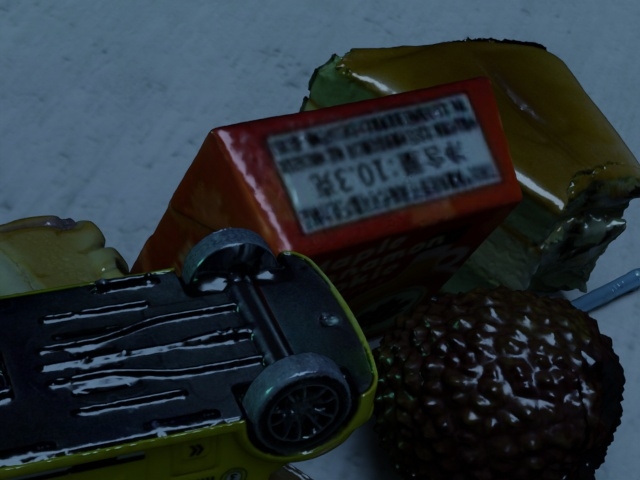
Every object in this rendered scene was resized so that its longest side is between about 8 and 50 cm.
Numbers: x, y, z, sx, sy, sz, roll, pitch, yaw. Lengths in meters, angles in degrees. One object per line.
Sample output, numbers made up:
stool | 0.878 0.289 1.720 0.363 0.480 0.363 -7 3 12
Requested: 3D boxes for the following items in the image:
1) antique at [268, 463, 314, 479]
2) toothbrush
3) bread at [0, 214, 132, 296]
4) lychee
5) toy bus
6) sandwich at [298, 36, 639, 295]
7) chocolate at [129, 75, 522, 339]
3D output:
antique | 0.030 0.247 0.938 0.310 0.087 0.093 33 42 10
toothbrush | 0.202 0.061 1.246 0.220 0.019 0.016 -20 62 -37
bread | -0.172 0.066 1.011 0.134 0.081 0.225 -7 39 -35
lychee | 0.120 0.113 1.047 0.188 0.188 0.188 13 44 -13
toy bus | -0.140 0.104 0.844 0.331 0.151 0.145 -9 38 -20
sandwich | 0.118 -0.044 1.208 0.227 0.155 0.198 -4 48 -27
chocolate | 0.000 0.000 1.067 0.237 0.235 0.108 -13 65 -33
